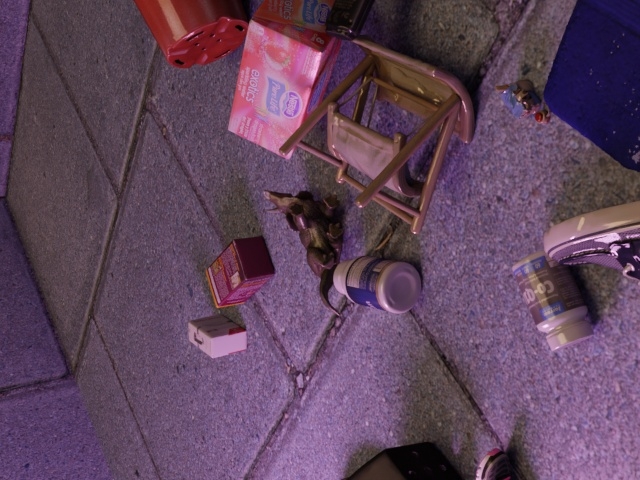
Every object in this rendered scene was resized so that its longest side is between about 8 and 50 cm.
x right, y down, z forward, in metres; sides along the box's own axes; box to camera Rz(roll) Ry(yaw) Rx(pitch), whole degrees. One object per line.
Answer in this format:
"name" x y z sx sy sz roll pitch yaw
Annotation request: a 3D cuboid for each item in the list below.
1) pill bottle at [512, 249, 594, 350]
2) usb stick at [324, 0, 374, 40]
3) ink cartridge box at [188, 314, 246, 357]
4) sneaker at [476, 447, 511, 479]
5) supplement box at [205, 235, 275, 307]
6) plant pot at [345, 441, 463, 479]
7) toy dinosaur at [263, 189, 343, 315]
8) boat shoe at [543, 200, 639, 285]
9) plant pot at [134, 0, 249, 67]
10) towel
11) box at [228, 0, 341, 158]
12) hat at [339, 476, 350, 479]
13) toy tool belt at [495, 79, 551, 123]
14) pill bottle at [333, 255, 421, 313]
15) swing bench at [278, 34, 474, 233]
"pill bottle" 0.340 0.086 1.254 0.078 0.078 0.137 -43 62 52
"usb stick" 0.088 -0.466 1.435 0.077 0.045 0.278 25 91 42
"ink cartridge box" -0.261 0.240 2.175 0.135 0.099 0.056 23 117 53
"sneaker" 0.301 0.423 1.408 0.074 0.063 0.171 20 119 53
"supplement box" -0.194 0.076 2.051 0.188 0.080 0.104 -42 63 52
"plant pot" 0.158 0.470 1.543 0.187 0.188 0.167 49 122 40
"toy dinosaur" 0.000 0.000 1.736 0.314 0.121 0.160 61 171 13
"boat shoe" 0.423 0.032 1.067 0.340 0.127 0.158 -19 74 56
"plant pot" -0.299 -0.548 1.923 0.272 0.272 0.265 -36 75 54
"towel" 0.411 -0.264 1.080 0.228 0.076 0.308 55 139 45
"box" -0.062 -0.316 1.604 0.142 0.154 0.300 26 144 3
"hat" 0.078 0.647 1.699 0.331 0.133 0.331 41 142 41
"toy tool belt" 0.297 -0.202 1.275 0.083 0.051 0.052 58 140 30
"pill bottle" 0.099 0.078 1.599 0.169 0.094 0.094 9 105 56
"swing bench" 0.105 -0.190 1.453 0.253 0.165 0.255 38 102 47
